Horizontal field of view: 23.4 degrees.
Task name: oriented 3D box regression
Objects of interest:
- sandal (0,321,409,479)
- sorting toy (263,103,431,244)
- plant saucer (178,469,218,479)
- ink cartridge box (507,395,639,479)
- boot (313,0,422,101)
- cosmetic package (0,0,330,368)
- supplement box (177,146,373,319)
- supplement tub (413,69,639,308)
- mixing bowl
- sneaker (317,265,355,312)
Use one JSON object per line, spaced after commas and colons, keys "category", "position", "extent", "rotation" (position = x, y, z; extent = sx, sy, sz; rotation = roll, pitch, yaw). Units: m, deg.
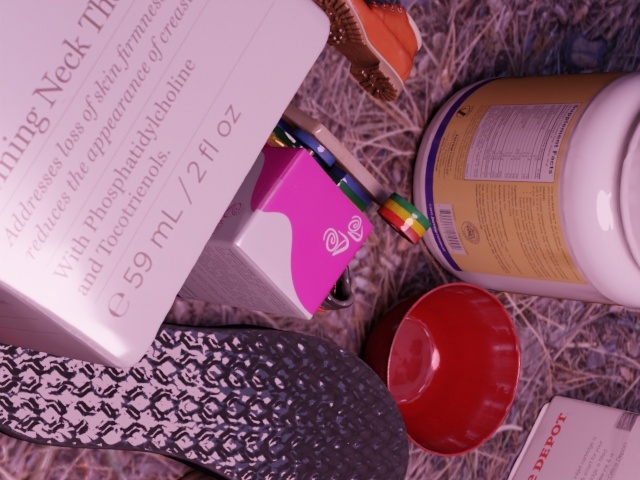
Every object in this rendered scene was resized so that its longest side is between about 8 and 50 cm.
{"category": "sandal", "position": [-0.117, 0.148, 1.476], "extent": [0.445, 0.107, 0.168], "rotation": [18, 83, -23]}
{"category": "sorting toy", "position": [-0.016, -0.080, 1.437], "extent": [0.046, 0.274, 0.132], "rotation": [-49, 131, -3]}
{"category": "plant saucer", "position": [-0.081, 0.357, 1.540], "extent": [0.277, 0.041, 0.278], "rotation": [-3, 95, -37]}
{"category": "ink cartridge box", "position": [0.345, 0.303, 1.699], "extent": [0.117, 0.283, 0.207], "rotation": [41, 70, -35]}
{"category": "boot", "position": [0.049, -0.227, 1.590], "extent": [0.085, 0.059, 0.158], "rotation": [-57, 130, -23]}
{"category": "cosmetic package", "position": [-0.281, -0.147, 1.184], "extent": [0.393, 0.327, 0.329], "rotation": [39, 71, -30]}
{"category": "supplement box", "position": [-0.076, -0.013, 1.406], "extent": [0.114, 0.220, 0.111], "rotation": [47, 67, -29]}
{"category": "supplement tub", "position": [0.282, -0.055, 1.597], "extent": [0.241, 0.331, 0.241], "rotation": [-3, 95, -36]}
{"category": "mixing bowl", "position": [0.112, 0.131, 1.629], "extent": [0.181, 0.098, 0.182], "rotation": [-2, 93, -36]}
{"category": "sneaker", "position": [0.000, 0.000, 1.559], "extent": [0.061, 0.065, 0.158], "rotation": [-34, 112, -30]}
